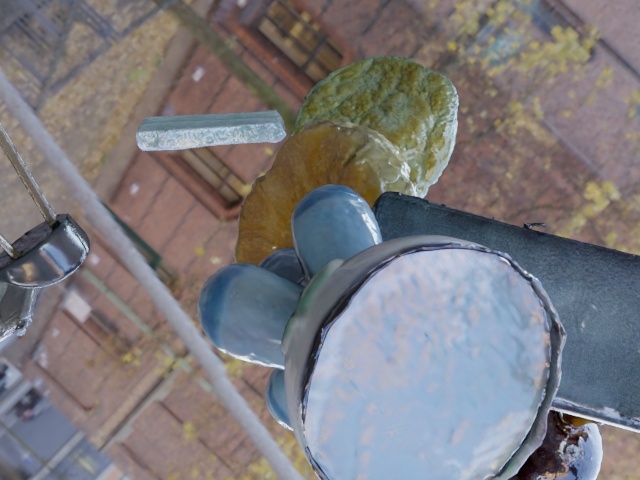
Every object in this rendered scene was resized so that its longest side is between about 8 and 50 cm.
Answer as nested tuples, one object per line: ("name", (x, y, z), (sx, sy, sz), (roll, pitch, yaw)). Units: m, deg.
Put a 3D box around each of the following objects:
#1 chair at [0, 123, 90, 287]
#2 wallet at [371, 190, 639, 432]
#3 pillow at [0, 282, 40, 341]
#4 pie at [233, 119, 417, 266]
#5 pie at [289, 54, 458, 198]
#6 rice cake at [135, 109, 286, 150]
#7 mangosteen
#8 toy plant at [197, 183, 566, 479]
("chair", (-0.312, -0.050, 0.913), (0.095, 0.221, 0.104), (-19, -155, 46))
("wallet", (0.217, 0.077, 1.041), (0.046, 0.379, 0.190), (66, 38, -72))
("pillow", (-0.450, 0.125, 1.282), (0.255, 0.059, 0.169), (-40, -152, 16))
("pie", (0.000, 0.000, 1.320), (0.083, 0.339, 0.339), (11, 136, -38))
("pie", (0.084, -0.177, 1.617), (0.105, 0.275, 0.257), (33, 64, -64))
("rice cake", (-0.166, -0.170, 1.545), (0.085, 0.226, 0.040), (-106, -167, -68))
("mangosteen", (0.448, 0.376, 1.931), (0.235, 0.235, 0.261), (-47, 175, -47))
("toy plant", (0.026, 0.076, 0.905), (0.247, 0.247, 0.332), (-47, -153, -6))
